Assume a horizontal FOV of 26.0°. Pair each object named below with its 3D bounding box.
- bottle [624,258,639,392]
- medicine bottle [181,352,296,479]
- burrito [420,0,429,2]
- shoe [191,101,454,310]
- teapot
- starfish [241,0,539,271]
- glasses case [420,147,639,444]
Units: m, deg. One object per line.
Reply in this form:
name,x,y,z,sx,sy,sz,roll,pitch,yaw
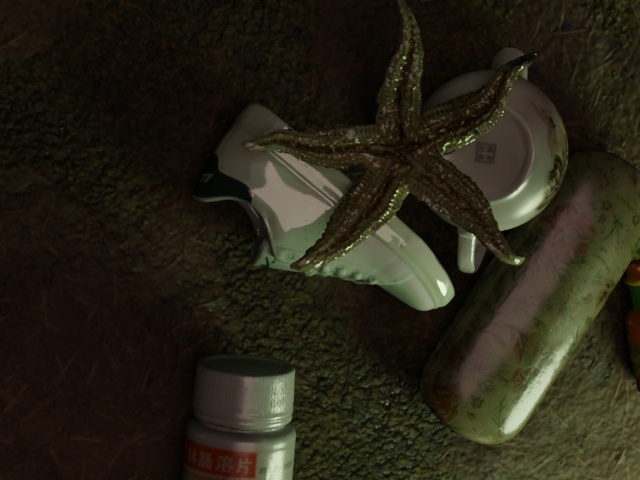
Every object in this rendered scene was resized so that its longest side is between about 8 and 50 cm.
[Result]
bottle,0.454,0.117,1.913,0.069,0.069,0.187,-15,100,-13
medicine bottle,-0.102,0.276,1.743,0.144,0.144,0.252,6,96,-16
burrito,0.183,-0.394,1.766,0.064,0.064,0.203,33,89,-17
shoe,0.000,0.000,1.739,0.363,0.132,0.160,42,85,-13
teapot,0.212,-0.103,1.781,0.204,0.139,0.298,16,97,10
starfish,0.087,-0.119,1.667,0.358,0.078,0.347,10,87,-5
glasses case,0.290,0.074,1.843,0.156,0.098,0.425,33,89,-15
